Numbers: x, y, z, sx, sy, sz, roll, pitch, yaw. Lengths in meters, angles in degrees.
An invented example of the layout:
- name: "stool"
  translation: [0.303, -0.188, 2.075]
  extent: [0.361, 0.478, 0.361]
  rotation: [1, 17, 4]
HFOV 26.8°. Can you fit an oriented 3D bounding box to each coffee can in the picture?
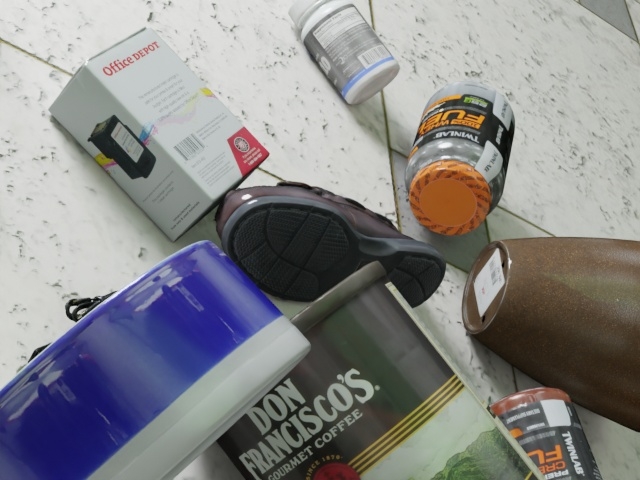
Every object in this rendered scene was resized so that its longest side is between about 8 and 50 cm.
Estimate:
- name: "coffee can"
  translation: [0.053, 0.184, 1.109]
  extent: [0.275, 0.201, 0.201]
  rotation: [51, 34, 5]

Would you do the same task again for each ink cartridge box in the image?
- name: "ink cartridge box"
  translation: [-0.152, -0.104, 1.285]
  extent: [0.175, 0.072, 0.127]
  rotation: [47, 35, -2]

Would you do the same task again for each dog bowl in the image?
- name: "dog bowl"
  translation: [-0.137, 0.123, 0.908]
  extent: [0.104, 0.265, 0.265]
  rotation: [48, 34, 5]

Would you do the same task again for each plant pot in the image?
- name: "plant pot"
  translation: [0.282, 0.080, 1.484]
  extent: [0.230, 0.215, 0.215]
  rotation: [17, 43, -17]

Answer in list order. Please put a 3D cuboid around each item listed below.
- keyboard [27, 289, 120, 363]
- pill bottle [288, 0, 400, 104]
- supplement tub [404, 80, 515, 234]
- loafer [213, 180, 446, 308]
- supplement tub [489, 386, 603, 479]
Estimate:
- name: "keyboard"
  translation: [-0.168, 0.091, 1.123]
  extent: [0.180, 0.023, 0.108]
  rotation: [-21, 79, -55]
- name: "pill bottle"
  translation: [0.026, -0.237, 1.605]
  extent: [0.137, 0.078, 0.078]
  rotation: [54, 35, 10]
- name: "supplement tub"
  translation: [0.164, -0.096, 1.581]
  extent: [0.117, 0.117, 0.190]
  rotation: [38, 35, -14]
- name: "loafer"
  translation: [0.000, 0.000, 1.343]
  extent: [0.303, 0.109, 0.095]
  rotation: [18, 25, -45]
- name: "supplement tub"
  translation: [0.228, 0.251, 1.320]
  extent: [0.106, 0.106, 0.197]
  rotation: [14, 46, -39]
